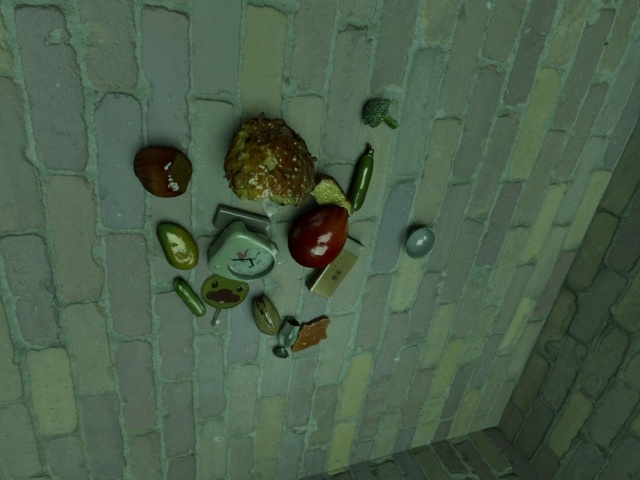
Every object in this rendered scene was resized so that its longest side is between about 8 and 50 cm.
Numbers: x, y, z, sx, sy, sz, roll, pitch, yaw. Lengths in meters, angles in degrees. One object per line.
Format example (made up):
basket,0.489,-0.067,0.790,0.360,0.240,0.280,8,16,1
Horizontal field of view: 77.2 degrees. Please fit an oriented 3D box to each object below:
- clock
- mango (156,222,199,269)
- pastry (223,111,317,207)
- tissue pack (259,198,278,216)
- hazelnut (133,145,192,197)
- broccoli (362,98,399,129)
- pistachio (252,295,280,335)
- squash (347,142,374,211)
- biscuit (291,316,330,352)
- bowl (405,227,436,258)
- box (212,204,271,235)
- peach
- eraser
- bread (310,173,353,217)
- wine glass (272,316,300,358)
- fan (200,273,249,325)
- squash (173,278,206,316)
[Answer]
clock,-0.321,0.072,1.805,0.324,0.109,0.265,27,120,-35
mango,-0.601,0.024,1.708,0.137,0.091,0.237,-21,123,-18
pastry,-0.192,-0.306,1.571,0.405,0.292,0.337,4,90,-50
tissue pack,-0.237,-0.162,1.795,0.056,0.023,0.108,-31,125,-4
hazelnut,-0.587,-0.268,1.513,0.186,0.210,0.210,-40,128,-27
broccoli,0.276,-0.540,1.762,0.204,0.118,0.122,13,91,-42
pistachio,-0.272,0.378,2.007,0.135,0.136,0.226,-22,117,-10
squash,0.192,-0.285,1.870,0.087,0.087,0.332,5,113,-25
biscuit,-0.056,0.526,2.233,0.280,0.043,0.183,-42,121,9
bowl,0.522,0.000,2.159,0.189,0.086,0.189,-9,119,-16
box,-0.345,-0.080,1.776,0.243,0.055,0.103,14,112,-28
peach,0.000,0.000,1.804,0.257,0.201,0.361,29,135,-23
eraser,0.075,0.132,2.051,0.144,0.078,0.343,27,104,-33
bread,0.041,-0.209,1.820,0.129,0.134,0.260,-30,130,10
wine glass,-0.177,0.522,2.144,0.103,0.103,0.222,12,113,-27
fan,-0.474,0.277,1.944,0.229,0.011,0.335,15,109,-28
squash,-0.602,0.267,1.852,0.069,0.069,0.239,-29,122,-5
